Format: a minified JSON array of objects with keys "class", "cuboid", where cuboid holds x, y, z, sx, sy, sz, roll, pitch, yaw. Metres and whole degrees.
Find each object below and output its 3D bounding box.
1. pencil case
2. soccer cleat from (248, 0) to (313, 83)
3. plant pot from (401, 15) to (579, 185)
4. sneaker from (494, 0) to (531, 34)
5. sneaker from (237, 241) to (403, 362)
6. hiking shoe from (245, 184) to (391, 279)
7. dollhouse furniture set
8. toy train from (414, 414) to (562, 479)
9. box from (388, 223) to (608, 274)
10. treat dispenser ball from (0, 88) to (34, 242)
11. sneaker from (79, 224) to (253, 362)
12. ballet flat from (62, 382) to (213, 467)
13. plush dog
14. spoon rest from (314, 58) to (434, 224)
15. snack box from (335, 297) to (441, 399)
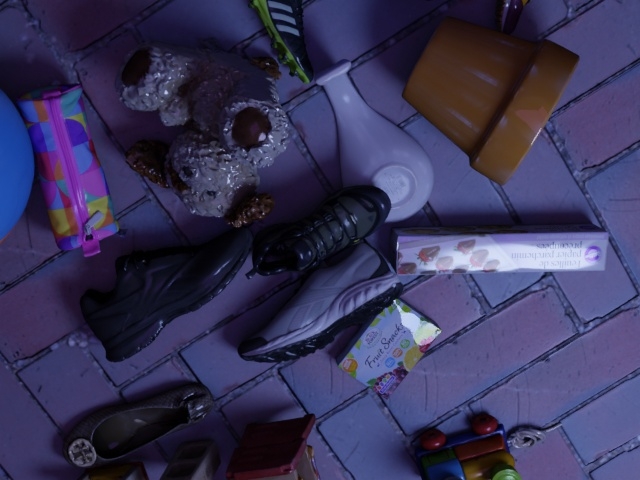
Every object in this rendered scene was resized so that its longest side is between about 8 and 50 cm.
[{"class":"pencil case","cuboid":[-0.351,-0.101,1.314,0.104,0.104,0.236,-14,104,-2]},{"class":"soccer cleat","cuboid":[-0.046,-0.307,1.313,0.072,0.060,0.179,-33,105,-10]},{"class":"plant pot","cuboid":[0.224,-0.210,1.303,0.188,0.205,0.205,30,100,4]},{"class":"sneaker","cuboid":[0.306,-0.374,1.321,0.083,0.069,0.185,14,104,-4]},{"class":"sneaker","cuboid":[-0.010,0.101,1.411,0.271,0.100,0.108,-32,70,11]},{"class":"hiking shoe","cuboid":[0.000,0.000,1.344,0.227,0.114,0.086,-26,111,19]},{"class":"dollhouse furniture set","cuboid":[-0.170,0.412,1.461,0.374,0.152,0.201,-10,106,15]},{"class":"toy train","cuboid":[0.282,0.346,1.466,0.248,0.143,0.105,-16,106,-1]},{"class":"box","cuboid":[0.268,0.012,1.420,0.324,0.067,0.063,-1,105,-4]},{"class":"treat dispenser ball","cuboid":[-0.517,-0.097,1.200,0.288,0.288,0.288,-1,105,-5]},{"class":"sneaker","cuboid":[-0.227,0.056,1.366,0.286,0.109,0.130,-36,99,2]},{"class":"ballet flat","cuboid":[-0.282,0.288,1.441,0.249,0.058,0.084,-20,105,0]},{"class":"plush dog","cuboid":[-0.146,-0.140,1.305,0.262,0.210,0.225,28,117,16]},{"class":"spoon rest","cuboid":[0.072,-0.143,1.364,0.137,0.084,0.276,-28,119,3]},{"class":"snack box","cuboid":[0.105,0.162,1.456,0.100,0.037,0.141,35,99,-11]}]
